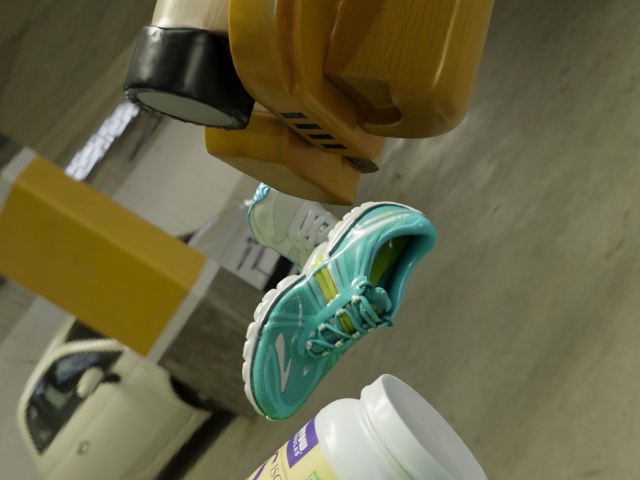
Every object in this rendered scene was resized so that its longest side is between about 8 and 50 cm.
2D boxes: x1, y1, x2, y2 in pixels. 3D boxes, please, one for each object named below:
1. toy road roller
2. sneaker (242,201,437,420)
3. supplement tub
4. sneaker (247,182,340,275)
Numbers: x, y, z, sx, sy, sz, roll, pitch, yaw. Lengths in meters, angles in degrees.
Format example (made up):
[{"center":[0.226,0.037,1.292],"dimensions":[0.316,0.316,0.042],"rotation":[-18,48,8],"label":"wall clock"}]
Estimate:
[{"center":[0.027,-0.148,0.751],"dimensions":[0.329,0.241,0.202],"rotation":[28,-104,-63],"label":"toy road roller"},{"center":[0.019,0.068,1.011],"dimensions":[0.110,0.107,0.275],"rotation":[16,65,52],"label":"sneaker"},{"center":[0.027,0.352,1.212],"dimensions":[0.331,0.241,0.241],"rotation":[-44,9,9],"label":"supplement tub"},{"center":[0.000,0.000,1.132],"dimensions":[0.092,0.228,0.087],"rotation":[14,69,39],"label":"sneaker"}]
